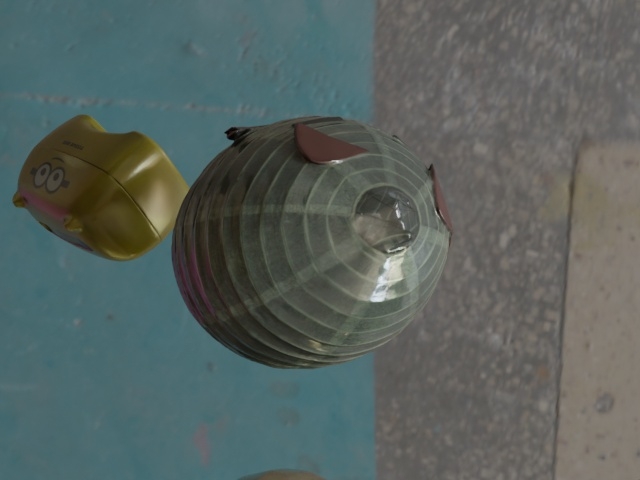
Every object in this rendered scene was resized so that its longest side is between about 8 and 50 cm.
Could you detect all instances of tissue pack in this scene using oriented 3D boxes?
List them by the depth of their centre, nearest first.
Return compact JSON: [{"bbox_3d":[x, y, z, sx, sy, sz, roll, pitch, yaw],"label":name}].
[{"bbox_3d":[-0.234,-0.049,1.382,0.178,0.127,0.123,21,155,47],"label":"tissue pack"}]

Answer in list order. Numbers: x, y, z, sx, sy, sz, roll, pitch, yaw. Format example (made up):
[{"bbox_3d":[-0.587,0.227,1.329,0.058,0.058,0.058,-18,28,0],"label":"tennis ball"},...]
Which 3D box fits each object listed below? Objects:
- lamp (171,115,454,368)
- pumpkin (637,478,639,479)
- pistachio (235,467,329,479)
[{"bbox_3d":[0.000,0.000,1.182,0.265,0.233,0.233,9,129,-37],"label":"lamp"},{"bbox_3d":[0.313,0.366,1.187,0.323,0.323,0.241,-7,118,19],"label":"pumpkin"},{"bbox_3d":[-0.038,0.329,1.332,0.226,0.332,0.208,31,102,26],"label":"pistachio"}]
